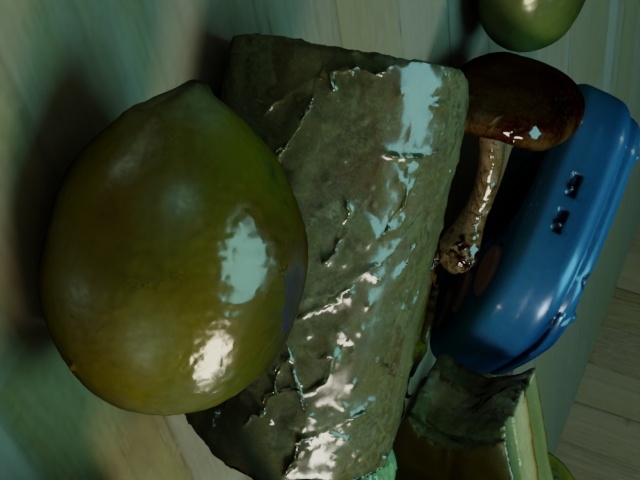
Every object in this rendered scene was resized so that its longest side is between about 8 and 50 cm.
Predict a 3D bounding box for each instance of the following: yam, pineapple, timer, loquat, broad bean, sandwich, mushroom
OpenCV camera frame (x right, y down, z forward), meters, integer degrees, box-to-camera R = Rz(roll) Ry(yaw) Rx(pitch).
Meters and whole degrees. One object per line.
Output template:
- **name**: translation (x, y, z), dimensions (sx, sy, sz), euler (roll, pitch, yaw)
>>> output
- **yam**: translation (0.000, 0.000, 1.026), dimensions (0.168, 0.168, 0.304), euler (-39, 143, -62)
- **pineapple**: translation (0.081, 0.106, 1.620), dimensions (0.221, 0.047, 0.221), euler (17, 90, -78)
- **timer**: translation (0.239, -0.004, 1.735), dimensions (0.340, 0.115, 0.309), euler (125, -11, -71)
- **loquat**: translation (-0.077, 0.005, 0.826), dimensions (0.152, 0.152, 0.195), euler (-51, 145, -52)
- **broad bean**: translation (0.244, -0.320, 1.584), dimensions (0.291, 0.119, 0.238), euler (-55, 165, -40)
- **sandwich**: translation (0.120, 0.236, 1.661), dimensions (0.155, 0.227, 0.198), euler (-49, 130, -59)
- **mushroom**: translation (0.169, -0.075, 1.562), dimensions (0.227, 0.148, 0.217), euler (-24, 134, -56)

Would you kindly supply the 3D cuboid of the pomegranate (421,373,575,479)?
- **pomegranate**: translation (0.192, 0.326, 1.869), dimensions (0.260, 0.260, 0.340), euler (25, 57, -74)

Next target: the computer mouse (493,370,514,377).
- **computer mouse**: translation (0.257, 0.210, 2.293), dimensions (0.199, 0.045, 0.102), euler (-55, 159, -45)

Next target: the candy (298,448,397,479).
- **candy**: translation (-0.009, 0.191, 1.191), dimensions (0.440, 0.119, 0.119), euler (37, 71, -82)
